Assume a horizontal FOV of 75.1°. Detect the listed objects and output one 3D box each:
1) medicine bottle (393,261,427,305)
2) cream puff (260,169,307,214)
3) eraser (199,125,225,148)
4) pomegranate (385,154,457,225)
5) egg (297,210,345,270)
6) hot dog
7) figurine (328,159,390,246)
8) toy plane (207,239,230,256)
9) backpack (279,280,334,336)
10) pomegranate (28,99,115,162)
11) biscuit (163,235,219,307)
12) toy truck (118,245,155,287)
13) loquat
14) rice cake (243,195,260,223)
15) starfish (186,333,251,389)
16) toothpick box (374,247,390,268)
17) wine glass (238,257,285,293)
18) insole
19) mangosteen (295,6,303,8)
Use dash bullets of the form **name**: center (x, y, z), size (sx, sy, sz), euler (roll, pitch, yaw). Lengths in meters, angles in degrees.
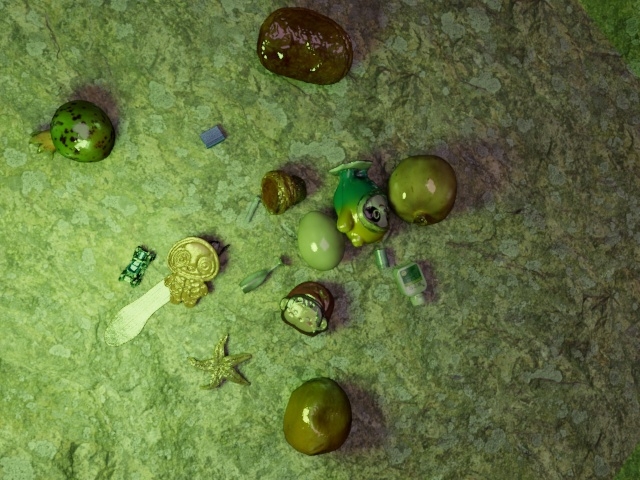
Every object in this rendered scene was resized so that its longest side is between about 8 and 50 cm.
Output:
- **medicine bottle**: center (0.405, 0.191, 1.842), size (0.119, 0.069, 0.183), euler (-23, 94, -14)
- **cream puff**: center (-0.137, -0.199, 1.705), size (0.169, 0.183, 0.183), euler (-12, 91, -35)
- **eraser**: center (-0.441, -0.419, 1.697), size (0.085, 0.027, 0.063), euler (-33, 96, -12)
- **pomegranate**: center (0.427, -0.200, 1.747), size (0.319, 0.319, 0.319), euler (0, 88, -12)
- **egg**: center (0.000, 0.000, 1.698), size (0.189, 0.188, 0.253), euler (-17, 87, -12)
- **hot dog**: center (-0.059, -0.767, 1.671), size (0.388, 0.174, 0.267), euler (8, 130, -16)
- **figurine**: center (0.162, -0.143, 1.723), size (0.324, 0.231, 0.340), euler (-5, 80, -47)
- **toy plane**: center (-0.458, 0.065, 1.668), size (0.078, 0.053, 0.197), euler (46, 76, -16)
- **backpack**: center (-0.044, 0.273, 1.712), size (0.229, 0.139, 0.229), euler (-1, 82, 5)
- **pomegranate**: center (-0.887, -0.365, 1.508), size (0.286, 0.231, 0.231), euler (-35, 96, -1)
- **biscuit**: center (-0.506, 0.125, 1.615), size (0.202, 0.044, 0.288), euler (21, 97, -11)
- **toy truck**: center (-0.708, 0.102, 1.599), size (0.080, 0.078, 0.154), euler (29, 83, -8)
- **loquat**: center (-0.015, 0.692, 1.646), size (0.276, 0.276, 0.283), euler (-6, 73, -12)
- **rice cake**: center (-0.284, -0.127, 1.725), size (0.022, 0.021, 0.121), euler (28, 82, -20)
- **starfish**: center (-0.395, 0.498, 1.675), size (0.277, 0.062, 0.235), euler (26, 78, -6)
- **toothpick box**: center (0.269, 0.080, 1.824), size (0.052, 0.052, 0.083), euler (-14, 90, -12)
- **wine glass**: center (-0.240, 0.143, 1.709), size (0.198, 0.066, 0.066), euler (-34, 95, -9)
- **insole**: center (-0.699, 0.278, 1.629), size (0.348, 0.009, 0.119), euler (-42, 96, -10)
- **mangosteen**: center (-0.106, -0.907, 1.747), size (0.140, 0.140, 0.140), euler (0, 88, -12)
